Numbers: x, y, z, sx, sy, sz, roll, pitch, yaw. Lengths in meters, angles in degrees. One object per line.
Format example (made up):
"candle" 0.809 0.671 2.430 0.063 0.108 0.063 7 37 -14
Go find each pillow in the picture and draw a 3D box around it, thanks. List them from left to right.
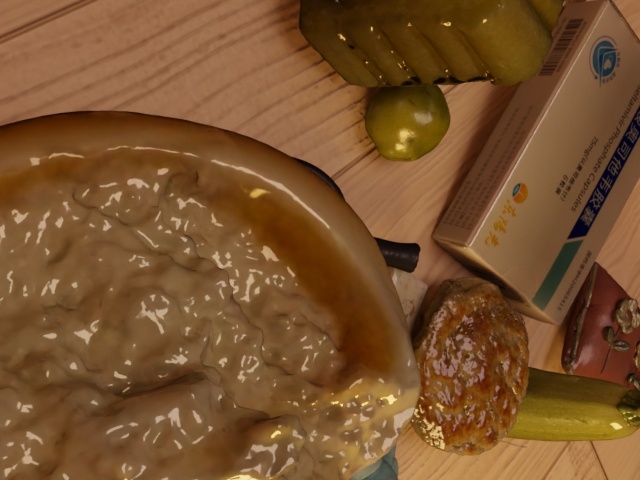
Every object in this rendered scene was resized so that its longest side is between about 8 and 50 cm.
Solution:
"pillow" 0.403 0.144 1.017 0.179 0.075 0.171 41 64 -31

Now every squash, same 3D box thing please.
"squash" 0.285 0.185 0.833 0.094 0.224 0.094 5 80 -33

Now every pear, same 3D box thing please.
"pear" 0.093 -0.132 0.778 0.092 0.092 0.097 -2 90 -38

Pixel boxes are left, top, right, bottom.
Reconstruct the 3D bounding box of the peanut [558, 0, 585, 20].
"peanut" 0.307 -0.325 0.958 0.089 0.089 0.193 41 69 -30

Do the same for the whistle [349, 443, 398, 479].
"whistle" 0.025 0.233 0.708 0.186 0.093 0.274 -25 102 -63

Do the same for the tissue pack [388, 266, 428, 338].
"tissue pack" 0.077 0.085 0.794 0.056 0.023 0.108 32 68 -32

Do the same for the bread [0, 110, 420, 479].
"bread" -0.135 0.103 0.472 0.424 0.245 0.329 -23 64 -39

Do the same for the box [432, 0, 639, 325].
"box" 0.295 -0.092 0.903 0.200 0.065 0.343 36 80 -32

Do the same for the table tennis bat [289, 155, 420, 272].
"table tennis bat" 0.000 0.000 0.725 0.236 0.027 0.150 10 82 -31

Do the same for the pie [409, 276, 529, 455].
"pie" 0.156 0.135 0.819 0.163 0.079 0.194 26 74 -35

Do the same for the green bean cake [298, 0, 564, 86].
"green bean cake" 0.108 -0.268 0.690 0.124 0.236 0.233 35 69 -46
